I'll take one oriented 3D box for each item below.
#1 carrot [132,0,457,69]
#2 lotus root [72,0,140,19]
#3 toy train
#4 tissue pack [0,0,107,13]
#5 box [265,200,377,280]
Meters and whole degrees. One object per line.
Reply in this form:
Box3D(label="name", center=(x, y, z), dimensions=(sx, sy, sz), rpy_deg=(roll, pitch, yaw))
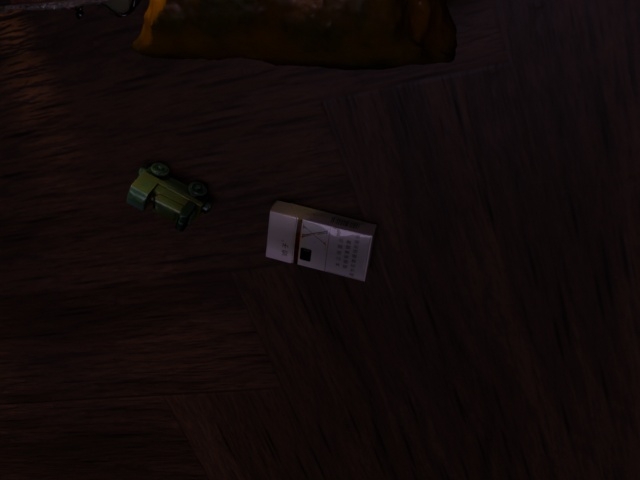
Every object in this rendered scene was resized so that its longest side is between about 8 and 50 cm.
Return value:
Box3D(label="carrot", center=(-0.020, -0.303, 0.895), dimensions=(0.340, 0.241, 0.242), rpy_deg=(6, 125, 12))
Box3D(label="lotus root", center=(-0.262, -0.377, 1.031), dimensions=(0.183, 0.078, 0.204), rpy_deg=(41, 120, 6))
Box3D(label="toy train", center=(-0.222, -0.066, 1.230), dimensions=(0.122, 0.081, 0.050), rpy_deg=(28, 131, 1))
Box3D(label="tissue pack", center=(-0.324, -0.412, 0.862), dimensions=(0.125, 0.242, 0.344), rpy_deg=(5, 108, 23))
Box3D(label="box", center=(0.000, 0.000, 1.222), dimensions=(0.154, 0.040, 0.084), rpy_deg=(13, 128, 8))
